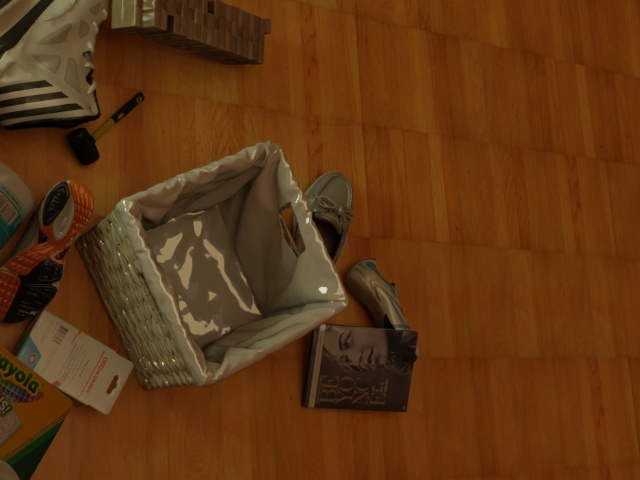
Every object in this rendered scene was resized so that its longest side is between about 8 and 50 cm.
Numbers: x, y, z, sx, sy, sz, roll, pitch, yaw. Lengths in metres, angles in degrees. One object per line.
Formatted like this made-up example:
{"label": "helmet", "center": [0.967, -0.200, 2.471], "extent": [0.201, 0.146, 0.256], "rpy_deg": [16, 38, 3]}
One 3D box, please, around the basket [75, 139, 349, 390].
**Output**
{"label": "basket", "center": [-0.189, 0.050, 1.719], "extent": [0.331, 0.266, 0.328], "rpy_deg": [-26, 93, -34]}

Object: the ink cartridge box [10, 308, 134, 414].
{"label": "ink cartridge box", "center": [-0.416, 0.207, 1.657], "extent": [0.181, 0.061, 0.104], "rpy_deg": [36, 62, -21]}

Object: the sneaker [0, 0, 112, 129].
{"label": "sneaker", "center": [-0.442, -0.351, 1.751], "extent": [0.447, 0.169, 0.257], "rpy_deg": [-50, 123, -34]}

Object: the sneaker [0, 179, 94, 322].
{"label": "sneaker", "center": [-0.463, 0.017, 1.658], "extent": [0.099, 0.121, 0.262], "rpy_deg": [34, 86, -20]}

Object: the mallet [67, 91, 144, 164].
{"label": "mallet", "center": [-0.383, -0.217, 1.791], "extent": [0.189, 0.039, 0.062], "rpy_deg": [-58, 137, -33]}

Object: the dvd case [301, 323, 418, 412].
{"label": "dvd case", "center": [0.079, 0.249, 1.941], "extent": [0.221, 0.018, 0.164], "rpy_deg": [7, 94, -21]}

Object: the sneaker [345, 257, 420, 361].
{"label": "sneaker", "center": [0.140, 0.141, 2.019], "extent": [0.086, 0.085, 0.237], "rpy_deg": [-37, 100, -28]}

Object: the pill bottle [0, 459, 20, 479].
{"label": "pill bottle", "center": [-0.539, 0.397, 1.452], "extent": [0.112, 0.187, 0.112], "rpy_deg": [-21, 90, -77]}

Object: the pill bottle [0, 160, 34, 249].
{"label": "pill bottle", "center": [-0.579, -0.005, 1.552], "extent": [0.146, 0.146, 0.264], "rpy_deg": [43, 59, -17]}

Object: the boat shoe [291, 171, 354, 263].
{"label": "boat shoe", "center": [-0.002, 0.000, 1.950], "extent": [0.118, 0.103, 0.320], "rpy_deg": [37, 62, -20]}

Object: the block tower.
{"label": "block tower", "center": [-0.229, -0.397, 1.835], "extent": [0.335, 0.091, 0.097], "rpy_deg": [3, 90, -54]}

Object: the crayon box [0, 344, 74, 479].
{"label": "crayon box", "center": [-0.523, 0.243, 1.509], "extent": [0.278, 0.081, 0.165], "rpy_deg": [51, 55, -40]}
